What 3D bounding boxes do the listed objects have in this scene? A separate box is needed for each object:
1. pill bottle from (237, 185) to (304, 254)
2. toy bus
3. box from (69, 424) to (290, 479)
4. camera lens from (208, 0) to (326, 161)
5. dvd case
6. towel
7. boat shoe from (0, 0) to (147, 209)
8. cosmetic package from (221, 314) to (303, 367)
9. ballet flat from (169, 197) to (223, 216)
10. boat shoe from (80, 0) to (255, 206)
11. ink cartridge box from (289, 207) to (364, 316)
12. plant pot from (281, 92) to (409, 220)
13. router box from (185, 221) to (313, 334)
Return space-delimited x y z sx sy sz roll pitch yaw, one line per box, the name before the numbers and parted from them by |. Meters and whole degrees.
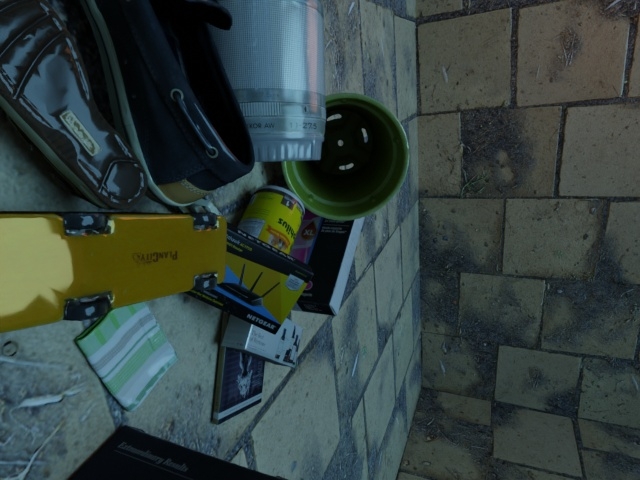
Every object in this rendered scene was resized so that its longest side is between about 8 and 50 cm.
pill bottle | -0.115 0.002 0.817 0.117 0.117 0.215 63 38 -49
toy bus | -0.254 0.019 0.488 0.333 0.130 0.108 -8 100 -66
box | -0.220 0.448 0.424 0.395 0.293 0.212 -47 135 -55
camera lens | -0.102 -0.271 0.685 0.219 0.219 0.274 -25 116 -63
dvd case | -0.163 0.251 0.865 0.164 0.018 0.221 14 80 -67
towel | -0.273 0.161 0.597 0.113 0.023 0.152 -59 144 -48
boat shoe | -0.292 -0.141 0.428 0.095 0.095 0.257 -50 134 -41
cosmetic package | -0.113 0.204 0.876 0.239 0.060 0.099 50 47 -59
ballet flat | -0.209 -0.070 0.661 0.188 0.070 0.070 61 40 -50
boat shoe | -0.195 -0.294 0.503 0.187 0.156 0.500 -44 124 -68
ink cartridge box | 0.000 0.000 1.004 0.069 0.176 0.371 64 37 -47
plant pot | 0.054 -0.218 0.995 0.254 0.276 0.276 -89 173 -69
router box | -0.123 0.065 0.701 0.133 0.179 0.046 -59 -163 10
